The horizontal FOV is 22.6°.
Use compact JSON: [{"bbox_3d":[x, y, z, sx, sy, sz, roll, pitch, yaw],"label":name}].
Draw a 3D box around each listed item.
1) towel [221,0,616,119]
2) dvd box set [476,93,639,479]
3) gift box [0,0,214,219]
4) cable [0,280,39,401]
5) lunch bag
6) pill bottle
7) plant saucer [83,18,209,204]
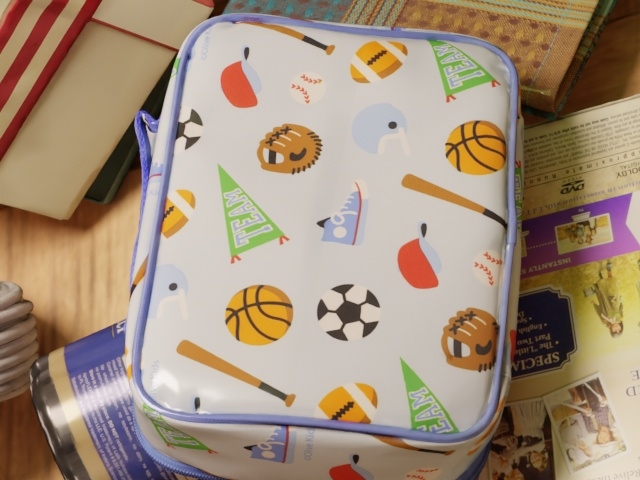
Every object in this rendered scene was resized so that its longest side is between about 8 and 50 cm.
[{"bbox_3d":[0.119,-0.261,1.165,0.271,0.040,0.370,16,64,25],"label":"towel"},{"bbox_3d":[0.195,0.106,0.966,0.307,0.062,0.421,-16,58,19],"label":"dvd box set"},{"bbox_3d":[-0.229,-0.201,1.204,0.258,0.276,0.255,-54,44,28],"label":"gift box"},{"bbox_3d":[-0.329,0.079,1.132,0.257,0.257,0.089,4,100,61],"label":"cable"},{"bbox_3d":[0.000,0.000,0.974,0.243,0.115,0.303,4,60,4],"label":"lunch bag"},{"bbox_3d":[-0.071,0.092,1.062,0.219,0.123,0.123,-24,55,-2],"label":"pill bottle"},{"bbox_3d":[-0.152,-0.116,1.291,0.067,0.018,0.192,17,72,33],"label":"plant saucer"}]
